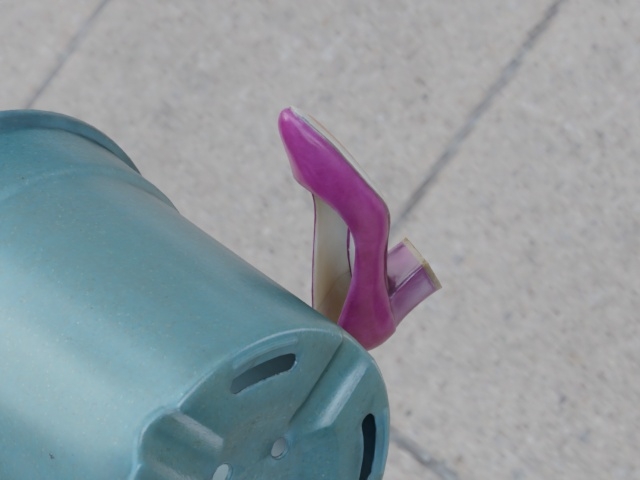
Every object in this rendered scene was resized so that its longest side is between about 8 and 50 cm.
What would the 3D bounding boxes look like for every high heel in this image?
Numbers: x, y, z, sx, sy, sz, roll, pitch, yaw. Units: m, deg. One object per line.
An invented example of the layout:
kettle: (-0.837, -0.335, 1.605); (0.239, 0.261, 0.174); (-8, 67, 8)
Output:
high heel: (0.000, 0.000, 1.422); (0.117, 0.244, 0.082); (-37, 48, -1)

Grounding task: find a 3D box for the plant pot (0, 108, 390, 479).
plant pot: (-0.151, 0.115, 1.313); (0.334, 0.341, 0.341); (27, 82, 41)
